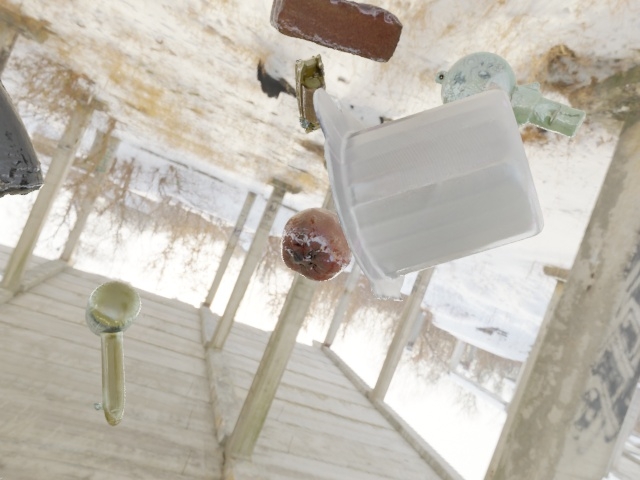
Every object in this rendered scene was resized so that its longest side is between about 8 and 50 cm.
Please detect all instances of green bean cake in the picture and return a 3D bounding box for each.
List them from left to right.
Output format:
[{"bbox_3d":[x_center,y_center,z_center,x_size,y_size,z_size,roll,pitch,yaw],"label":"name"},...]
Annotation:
[{"bbox_3d":[0.023,-0.444,0.903,0.233,0.097,0.198,7,-153,-20],"label":"green bean cake"}]

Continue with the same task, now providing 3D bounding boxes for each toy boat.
[{"bbox_3d":[-0.027,-0.456,1.426,0.310,0.089,0.115,91,154,-57],"label":"toy boat"}]

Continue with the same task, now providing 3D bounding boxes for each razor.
[{"bbox_3d":[-0.820,-0.258,1.078,0.189,0.327,0.107,-24,-174,-35],"label":"razor"}]

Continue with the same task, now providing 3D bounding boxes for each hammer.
[{"bbox_3d":[-0.467,0.255,1.002,0.113,0.305,0.202,1,161,-27],"label":"hammer"}]

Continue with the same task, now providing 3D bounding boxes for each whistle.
[{"bbox_3d":[0.319,-0.245,0.774,0.258,0.126,0.067,28,-163,21],"label":"whistle"}]

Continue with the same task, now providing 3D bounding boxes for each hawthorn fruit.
[{"bbox_3d":[-0.004,0.015,1.717,0.295,0.295,0.311,20,-166,30],"label":"hawthorn fruit"}]

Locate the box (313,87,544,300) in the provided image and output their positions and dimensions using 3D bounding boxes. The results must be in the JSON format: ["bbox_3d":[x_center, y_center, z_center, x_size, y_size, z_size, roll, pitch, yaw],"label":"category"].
[{"bbox_3d":[0.144,-0.092,0.561,0.206,0.262,0.291,-16,117,24],"label":"box"}]
